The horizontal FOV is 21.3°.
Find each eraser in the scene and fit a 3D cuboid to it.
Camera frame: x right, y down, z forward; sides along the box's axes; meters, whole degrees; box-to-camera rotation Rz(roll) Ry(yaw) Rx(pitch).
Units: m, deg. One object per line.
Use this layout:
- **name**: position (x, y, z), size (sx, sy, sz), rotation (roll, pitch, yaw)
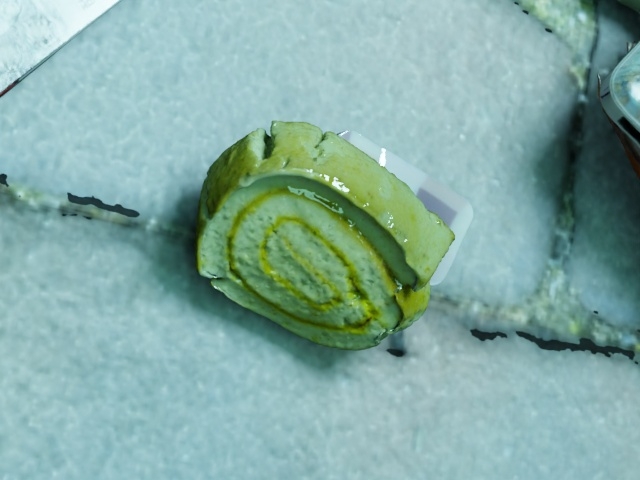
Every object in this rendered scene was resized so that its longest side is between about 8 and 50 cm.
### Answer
- **eraser**: position (0.040, -0.019, 1.070), size (0.105, 0.026, 0.065), rotation (29, 77, -17)

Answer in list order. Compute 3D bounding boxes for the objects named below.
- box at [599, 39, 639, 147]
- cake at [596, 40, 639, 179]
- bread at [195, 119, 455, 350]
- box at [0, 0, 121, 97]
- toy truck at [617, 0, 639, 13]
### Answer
- **box**: position (0.307, -0.134, 1.089), size (0.142, 0.044, 0.285), rotation (45, 67, -2)
- **cake**: position (0.277, -0.019, 1.108), size (0.098, 0.135, 0.287), rotation (-29, 95, 6)
- **bread**: position (0.000, 0.000, 1.008), size (0.156, 0.117, 0.064), rotation (37, 37, -20)
- **box**: position (-0.162, -0.139, 0.993), size (0.218, 0.039, 0.055), rotation (-43, 102, -20)
- **toy truck**: position (0.271, -0.170, 1.153), size (0.202, 0.074, 0.088), rotation (26, 80, -17)
